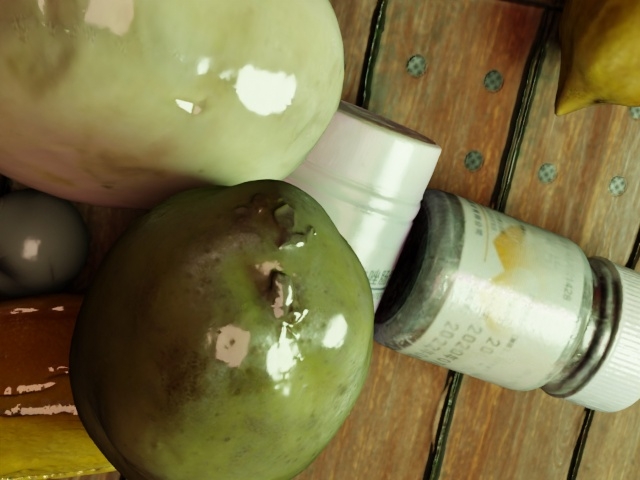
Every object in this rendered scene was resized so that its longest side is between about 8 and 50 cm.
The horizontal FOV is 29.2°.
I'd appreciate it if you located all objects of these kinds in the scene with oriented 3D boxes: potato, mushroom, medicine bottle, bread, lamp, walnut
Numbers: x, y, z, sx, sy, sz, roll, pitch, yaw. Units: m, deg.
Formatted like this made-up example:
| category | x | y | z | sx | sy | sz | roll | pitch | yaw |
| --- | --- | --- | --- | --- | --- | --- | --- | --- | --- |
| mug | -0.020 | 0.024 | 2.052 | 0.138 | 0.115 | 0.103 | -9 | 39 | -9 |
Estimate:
| category | x | y | z | sx | sy | sz | roll | pitch | yaw |
| --- | --- | --- | --- | --- | --- | --- | --- | --- | --- |
| potato | -0.076 | 0.082 | 0.940 | 0.221 | 0.326 | 0.243 | 38 | 82 | 2 |
| mushroom | -0.145 | -0.178 | 0.982 | 0.353 | 0.325 | 0.353 | -1 | 103 | -2 |
| medicine bottle | 0.194 | 0.064 | 1.221 | 0.273 | 0.165 | 0.165 | 19 | 100 | -18 |
| bread | -0.245 | 0.132 | 1.118 | 0.270 | 0.142 | 0.195 | -3 | 149 | -7 |
| lamp | -0.265 | 0.004 | 1.122 | 0.105 | 0.105 | 0.105 | -4 | 106 | -13 |
| walnut | 0.341 | -0.242 | 1.156 | 0.209 | 0.209 | 0.336 | 37 | 102 | -20 |
| medicine bottle | 0.000 | 0.000 | 1.161 | 0.152 | 0.152 | 0.254 | 19 | 101 | -18 |
